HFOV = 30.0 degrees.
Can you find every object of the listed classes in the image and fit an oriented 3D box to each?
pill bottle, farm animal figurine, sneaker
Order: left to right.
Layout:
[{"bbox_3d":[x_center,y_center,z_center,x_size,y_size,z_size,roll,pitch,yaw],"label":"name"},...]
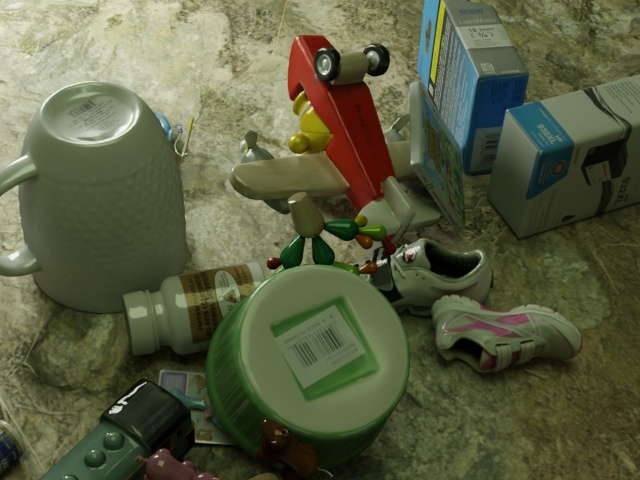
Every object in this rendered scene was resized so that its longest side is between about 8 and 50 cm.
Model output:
[{"bbox_3d":[-0.501,0.326,1.762,0.067,0.067,0.120,31,51,25],"label":"pill bottle"},{"bbox_3d":[-0.201,0.116,1.944,0.229,0.131,0.131,-10,47,-13],"label":"pill bottle"},{"bbox_3d":[-0.098,0.396,1.557,0.330,0.172,0.327,-27,91,-25],"label":"farm animal figurine"},{"bbox_3d":[0.128,0.053,2.020,0.330,0.146,0.122,-2,47,-2],"label":"sneaker"},{"bbox_3d":[0.299,0.170,1.953,0.252,0.103,0.111,6,49,11],"label":"sneaker"}]

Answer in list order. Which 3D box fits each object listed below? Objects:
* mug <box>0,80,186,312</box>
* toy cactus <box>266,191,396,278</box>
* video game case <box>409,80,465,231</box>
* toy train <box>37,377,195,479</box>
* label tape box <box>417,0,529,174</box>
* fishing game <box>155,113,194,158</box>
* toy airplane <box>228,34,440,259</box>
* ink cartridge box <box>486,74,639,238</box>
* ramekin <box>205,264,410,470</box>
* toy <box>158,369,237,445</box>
[{"bbox_3d":[-0.406,-0.068,1.976,0.374,0.328,0.276,-25,52,-26],"label":"mug"},{"bbox_3d":[0.000,0.000,1.950,0.219,0.180,0.112,-21,24,8],"label":"toy cactus"},{"bbox_3d":[0.212,-0.152,2.157,0.023,0.193,0.212,-18,45,23],"label":"video game case"},{"bbox_3d":[-0.304,0.345,1.669,0.142,0.190,0.334,30,51,24],"label":"toy train"},{"bbox_3d":[0.292,-0.329,2.339,0.106,0.240,0.334,-7,46,-10],"label":"label tape box"},{"bbox_3d":[-0.377,-0.194,2.309,0.264,0.041,0.189,-4,38,0],"label":"fishing game"},{"bbox_3d":[0.042,-0.138,2.158,0.386,0.272,0.384,36,54,-21],"label":"toy airplane"},{"bbox_3d":[0.482,-0.156,2.191,0.307,0.223,0.129,-16,49,-19],"label":"ink cartridge box"},{"bbox_3d":[-0.012,0.184,1.799,0.303,0.148,0.303,6,66,-13],"label":"ramekin"},{"bbox_3d":[-0.140,0.252,1.866,0.237,0.056,0.137,2,46,-1],"label":"toy"}]
